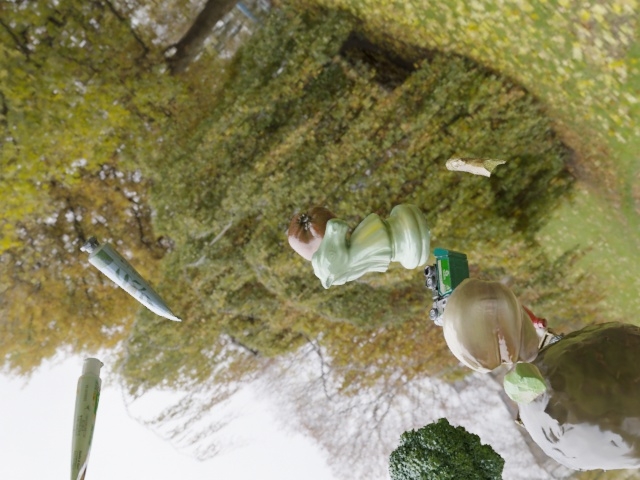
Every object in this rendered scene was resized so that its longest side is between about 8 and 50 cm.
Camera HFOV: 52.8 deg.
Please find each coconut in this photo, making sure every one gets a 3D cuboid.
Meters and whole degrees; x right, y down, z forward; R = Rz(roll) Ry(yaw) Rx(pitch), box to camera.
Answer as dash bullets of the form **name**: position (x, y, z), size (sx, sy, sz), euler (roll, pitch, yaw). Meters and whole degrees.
- **coconut**: position (0.414, 0.290, 1.312), size (0.083, 0.082, 0.081), euler (41, -166, -21)

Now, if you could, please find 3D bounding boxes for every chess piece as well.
- **chess piece**: position (0.119, 0.013, 1.663), size (0.176, 0.298, 0.175), euler (167, 90, -79)

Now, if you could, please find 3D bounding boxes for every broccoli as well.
- **broccoli**: position (0.282, 0.532, 1.448), size (0.269, 0.261, 0.241), euler (38, -170, 17)

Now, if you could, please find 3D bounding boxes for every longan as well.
- **longan**: position (0.739, 0.421, 1.694), size (0.404, 0.436, 0.404), euler (58, 164, 27)

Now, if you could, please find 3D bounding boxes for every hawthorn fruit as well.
- **hawthorn fruit**: position (0.000, 0.000, 2.326), size (0.251, 0.199, 0.199), euler (55, -174, -37)

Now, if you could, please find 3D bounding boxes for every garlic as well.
- **garlic**: position (0.388, 0.186, 1.486), size (0.110, 0.217, 0.228), euler (120, 135, -66)

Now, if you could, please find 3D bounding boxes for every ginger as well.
- **ginger**: position (0.348, -0.169, 1.454), size (0.137, 0.044, 0.057), euler (9, -151, 23)

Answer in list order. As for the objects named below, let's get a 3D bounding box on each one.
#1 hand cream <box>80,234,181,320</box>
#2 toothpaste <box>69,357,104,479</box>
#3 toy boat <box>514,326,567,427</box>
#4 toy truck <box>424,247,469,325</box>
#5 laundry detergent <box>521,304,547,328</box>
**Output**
- **hand cream**: position (-0.400, 0.088, 1.381), size (0.256, 0.055, 0.088), euler (46, 153, -20)
- **toothpaste**: position (-0.490, 0.386, 1.330), size (0.058, 0.056, 0.314), euler (36, -147, -41)
- **toy boat**: position (0.669, 0.421, 1.968), size (0.121, 0.321, 0.089), euler (9, -168, -42)
- **toy truck**: position (0.416, 0.144, 2.086), size (0.114, 0.124, 0.253), euler (10, -117, -24)
- **laundry detergent**: position (0.600, 0.236, 1.928), size (0.049, 0.165, 0.097), euler (-5, -90, -40)
